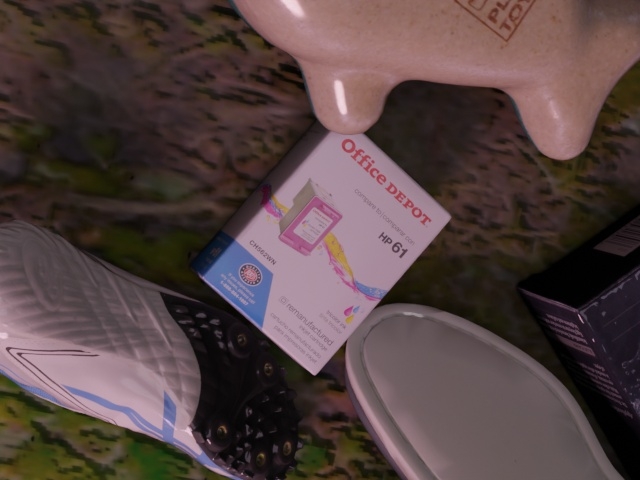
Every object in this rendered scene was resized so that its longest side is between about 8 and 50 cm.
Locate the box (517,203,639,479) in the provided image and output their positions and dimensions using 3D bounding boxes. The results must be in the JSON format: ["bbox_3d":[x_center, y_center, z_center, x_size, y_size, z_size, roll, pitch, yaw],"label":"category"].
[{"bbox_3d":[0.232,0.054,0.838,0.156,0.093,0.158,-35,103,-8],"label":"box"}]

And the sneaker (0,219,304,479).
[{"bbox_3d":[-0.109,0.065,0.778,0.237,0.086,0.085,34,60,-26],"label":"sneaker"}]

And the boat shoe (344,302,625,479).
[{"bbox_3d":[0.130,0.168,0.814,0.319,0.099,0.116,40,57,6],"label":"boat shoe"}]

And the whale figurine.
[{"bbox_3d":[0.058,-0.155,0.765,0.272,0.141,0.216,30,95,-28],"label":"whale figurine"}]

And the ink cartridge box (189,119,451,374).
[{"bbox_3d":[0.000,0.000,0.799,0.088,0.052,0.122,42,84,-13],"label":"ink cartridge box"}]
